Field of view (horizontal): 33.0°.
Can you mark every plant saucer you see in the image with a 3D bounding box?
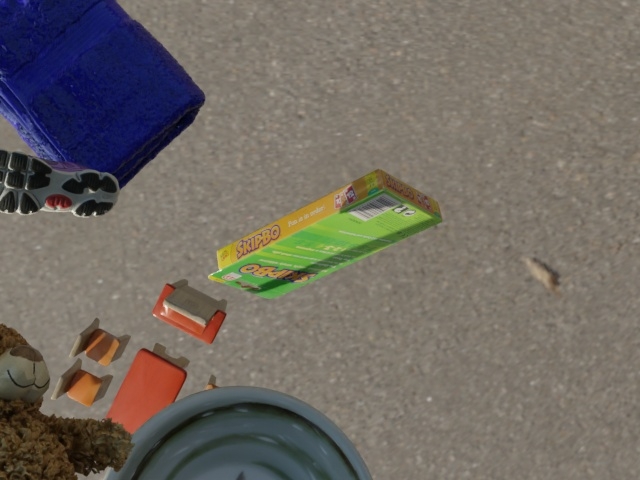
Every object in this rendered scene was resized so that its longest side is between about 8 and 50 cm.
[{"bbox_3d":[-0.114,0.401,1.461,0.400,0.400,0.100,66,158,6],"label":"plant saucer"}]

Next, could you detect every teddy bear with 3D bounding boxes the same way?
[{"bbox_3d":[-0.277,0.229,0.997,0.113,0.245,0.338,-32,53,47],"label":"teddy bear"}]

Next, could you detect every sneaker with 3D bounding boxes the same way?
[{"bbox_3d":[-0.309,-0.063,1.187,0.071,0.170,0.068,31,106,57],"label":"sneaker"}]

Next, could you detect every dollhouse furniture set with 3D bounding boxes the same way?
[{"bbox_3d":[-0.240,0.194,1.605,0.262,0.135,0.259,27,103,1],"label":"dollhouse furniture set"}]

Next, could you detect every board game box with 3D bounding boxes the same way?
[{"bbox_3d":[0.000,0.000,1.252,0.259,0.124,0.039,-28,59,28],"label":"board game box"}]

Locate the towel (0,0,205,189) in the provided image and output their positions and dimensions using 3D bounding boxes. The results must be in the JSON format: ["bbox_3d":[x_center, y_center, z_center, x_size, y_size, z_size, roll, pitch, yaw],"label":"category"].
[{"bbox_3d":[-0.327,-0.219,1.430,0.227,0.076,0.308,-44,80,2],"label":"towel"}]
